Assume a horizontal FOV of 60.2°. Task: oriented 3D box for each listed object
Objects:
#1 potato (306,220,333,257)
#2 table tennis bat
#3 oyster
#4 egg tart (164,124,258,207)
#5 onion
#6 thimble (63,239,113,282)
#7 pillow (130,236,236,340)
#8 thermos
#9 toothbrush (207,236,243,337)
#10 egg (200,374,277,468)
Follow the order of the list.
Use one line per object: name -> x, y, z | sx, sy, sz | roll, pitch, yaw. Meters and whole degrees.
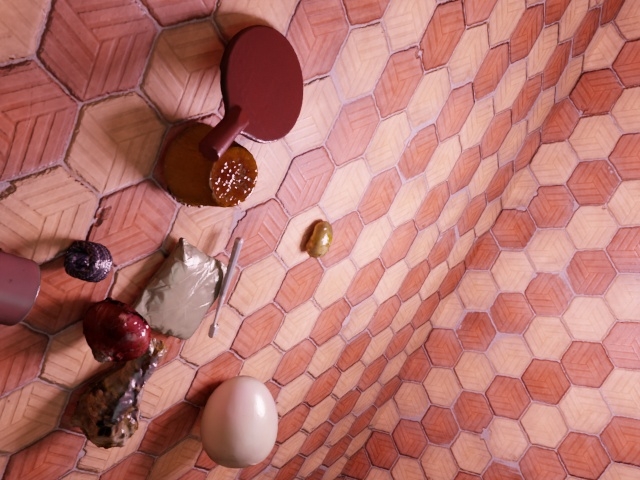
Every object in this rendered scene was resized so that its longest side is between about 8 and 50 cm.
potato -> 0.000, 0.000, 1.930 | 0.092, 0.070, 0.138 | -4, 123, -50
table tennis bat -> -0.156, -0.336, 1.304 | 0.268, 0.051, 0.414 | 59, 47, -36
oyster -> -0.555, 0.435, 1.590 | 0.198, 0.133, 0.337 | 43, 68, -31
egg tart -> -0.264, -0.172, 1.359 | 0.215, 0.171, 0.215 | -18, 118, -39
onion -> -0.526, 0.242, 1.406 | 0.147, 0.184, 0.184 | -72, 173, -55
thimble -> -0.541, 0.051, 1.286 | 0.095, 0.104, 0.066 | -57, 148, 9
pillow -> -0.390, 0.155, 1.594 | 0.274, 0.076, 0.281 | -53, 147, -3
thermos -> -0.700, 0.058, 1.073 | 0.176, 0.146, 0.265 | -49, 141, 6
toothbrush -> -0.285, 0.145, 1.658 | 0.030, 0.025, 0.342 | -22, 133, -61
egg -> -0.291, 0.649, 1.988 | 0.283, 0.283, 0.345 | -13, 115, -45
